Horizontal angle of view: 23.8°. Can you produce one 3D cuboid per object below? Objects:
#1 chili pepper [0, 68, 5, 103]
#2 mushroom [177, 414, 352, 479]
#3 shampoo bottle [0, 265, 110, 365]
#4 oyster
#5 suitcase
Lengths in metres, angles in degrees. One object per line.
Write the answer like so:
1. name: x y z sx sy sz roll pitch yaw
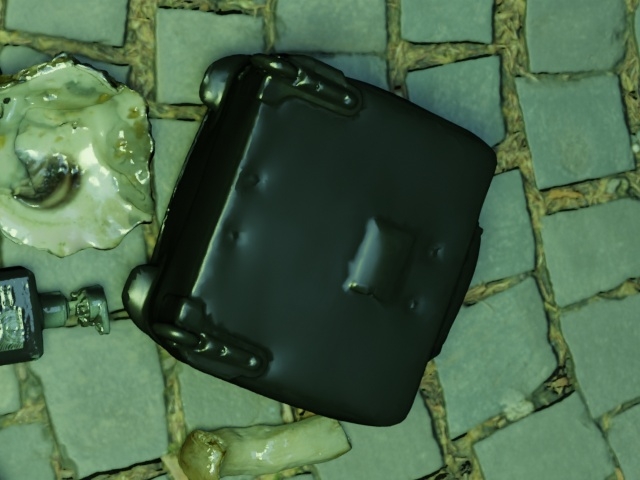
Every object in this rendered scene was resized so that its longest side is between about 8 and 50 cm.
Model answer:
1. chili pepper: -0.402 -0.254 1.504 0.279 0.065 0.122 35 93 -15
2. mushroom: -0.054 0.226 1.654 0.202 0.054 0.059 -4 92 -24
3. shampoo bottle: -0.368 0.084 1.525 0.309 0.071 0.098 -8 92 -22
4. oyster: -0.274 -0.086 1.547 0.214 0.083 0.223 -12 114 -12
5. suitcase: 0.000 0.000 1.591 0.339 0.188 0.345 21 85 -22
